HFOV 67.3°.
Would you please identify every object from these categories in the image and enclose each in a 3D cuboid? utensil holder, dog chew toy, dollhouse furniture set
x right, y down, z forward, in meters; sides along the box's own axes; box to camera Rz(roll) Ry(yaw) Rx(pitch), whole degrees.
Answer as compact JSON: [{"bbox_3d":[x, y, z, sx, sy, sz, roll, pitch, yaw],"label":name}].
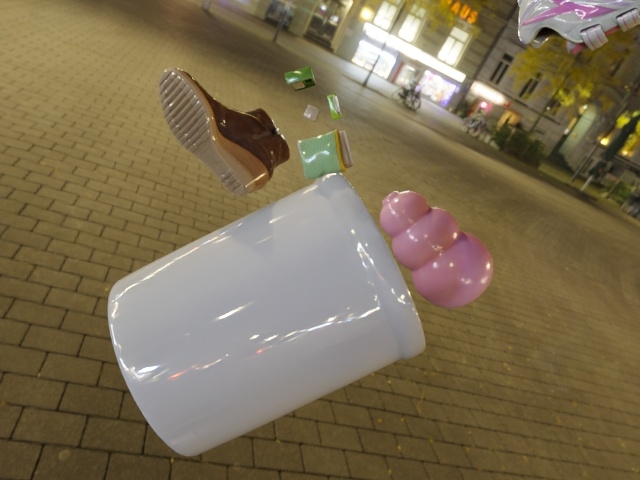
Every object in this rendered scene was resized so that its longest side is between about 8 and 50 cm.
[{"bbox_3d":[-0.082,0.114,0.778,0.327,0.386,0.327,155,-90,-87],"label":"utensil holder"},{"bbox_3d":[0.281,0.011,1.227,0.331,0.207,0.206,49,23,-3],"label":"dog chew toy"},{"bbox_3d":[-0.005,-0.164,0.686,0.076,0.151,0.058,-14,7,7],"label":"dollhouse furniture set"}]

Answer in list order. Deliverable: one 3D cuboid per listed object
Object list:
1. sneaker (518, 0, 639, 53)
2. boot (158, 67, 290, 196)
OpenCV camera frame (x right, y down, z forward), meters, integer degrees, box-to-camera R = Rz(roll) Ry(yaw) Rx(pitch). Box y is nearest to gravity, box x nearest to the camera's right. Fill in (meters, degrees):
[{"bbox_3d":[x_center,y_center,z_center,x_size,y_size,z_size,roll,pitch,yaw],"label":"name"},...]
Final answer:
[{"bbox_3d":[0.397,-0.319,0.674,0.103,0.111,0.252,-4,15,-45],"label":"sneaker"},{"bbox_3d":[-0.164,-0.211,0.875,0.248,0.090,0.206,58,31,-17],"label":"boot"}]
